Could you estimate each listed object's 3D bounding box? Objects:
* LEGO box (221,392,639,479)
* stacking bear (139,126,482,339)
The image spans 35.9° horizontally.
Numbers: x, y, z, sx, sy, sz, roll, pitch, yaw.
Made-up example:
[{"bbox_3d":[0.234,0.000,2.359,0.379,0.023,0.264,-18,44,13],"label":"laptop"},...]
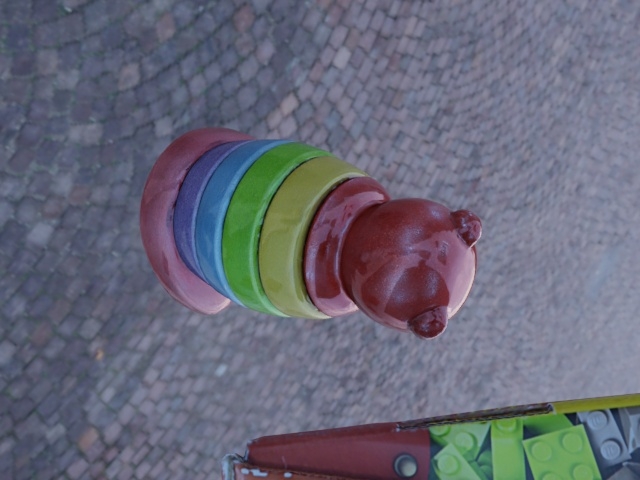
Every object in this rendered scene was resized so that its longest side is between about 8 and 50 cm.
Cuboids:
[{"bbox_3d":[0.159,0.200,0.539,0.500,0.373,0.193,88,-4,-75],"label":"LEGO box"},{"bbox_3d":[0.000,0.000,0.841,0.164,0.289,0.175,41,69,-52],"label":"stacking bear"}]
